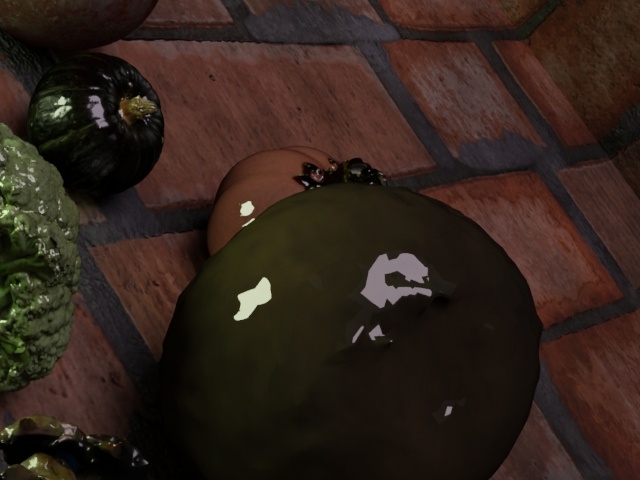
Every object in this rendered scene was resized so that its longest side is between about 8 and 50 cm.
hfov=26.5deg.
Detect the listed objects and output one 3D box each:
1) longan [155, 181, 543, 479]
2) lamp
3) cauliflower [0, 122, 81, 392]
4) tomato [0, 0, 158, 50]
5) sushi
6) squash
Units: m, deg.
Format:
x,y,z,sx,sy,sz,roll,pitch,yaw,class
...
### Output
x,y,z,sx,sy,sz,roll,pitch,yaw,class
0.032,0.138,1.527,0.404,0.436,0.404,52,2,-3,longan
0.000,0.000,1.825,0.305,0.239,0.305,31,36,-26,lamp
-0.376,0.009,1.401,0.250,0.272,0.275,-23,55,-25,cauliflower
-0.348,-0.411,1.825,0.317,0.282,0.316,12,57,-20,tomato
-0.263,0.278,1.235,0.225,0.238,0.219,35,38,1,sushi
-0.285,-0.149,1.730,0.193,0.156,0.193,11,69,-31,squash
